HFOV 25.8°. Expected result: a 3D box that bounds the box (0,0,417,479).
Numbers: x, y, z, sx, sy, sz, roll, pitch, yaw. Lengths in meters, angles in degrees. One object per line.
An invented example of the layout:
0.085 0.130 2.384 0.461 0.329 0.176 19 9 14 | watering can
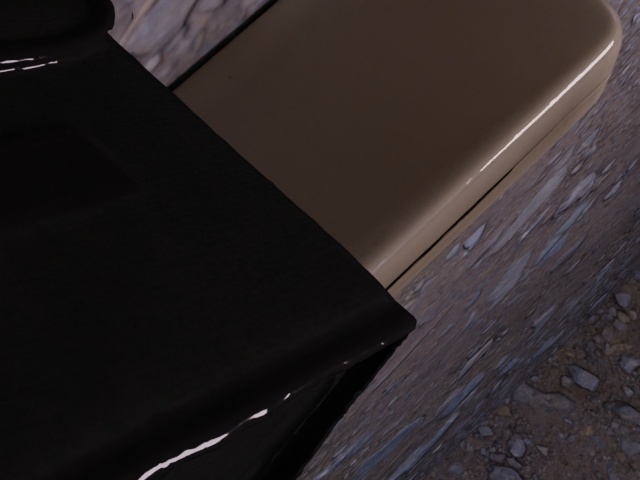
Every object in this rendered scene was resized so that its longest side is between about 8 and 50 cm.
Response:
-0.177 0.077 0.396 0.345 0.204 0.251 -23 152 -56 | box

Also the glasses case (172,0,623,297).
-0.009 -0.030 0.697 0.336 0.144 0.076 -42 163 -13 | glasses case
